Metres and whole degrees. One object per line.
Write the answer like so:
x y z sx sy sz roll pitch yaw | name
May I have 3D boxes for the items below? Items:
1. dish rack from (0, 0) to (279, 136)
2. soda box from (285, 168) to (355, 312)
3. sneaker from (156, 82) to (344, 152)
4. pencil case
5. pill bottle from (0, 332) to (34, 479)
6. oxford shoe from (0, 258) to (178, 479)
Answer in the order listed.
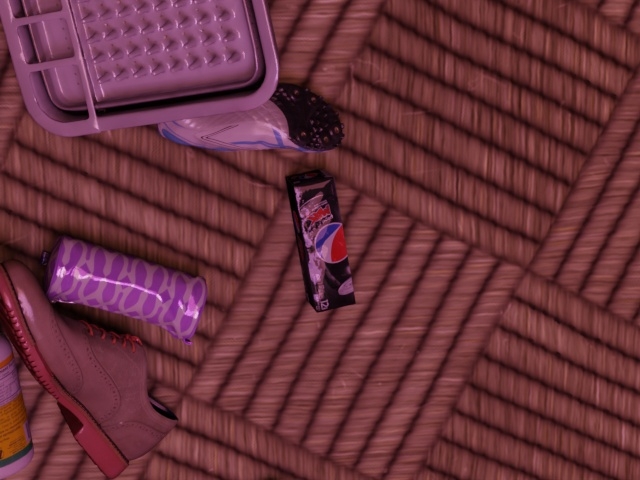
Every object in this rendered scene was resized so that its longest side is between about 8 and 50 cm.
-0.207 -0.275 1.806 0.333 0.072 0.285 -6 107 24 | dish rack
0.000 0.000 1.978 0.053 0.060 0.169 -13 106 -10 | soda box
-0.085 -0.145 1.927 0.237 0.086 0.085 5 75 -23 | sneaker
-0.241 0.059 1.935 0.206 0.086 0.088 17 90 -14 | pencil case
-0.422 0.179 1.917 0.117 0.117 0.208 -11 106 -7 | pill bottle
-0.286 0.133 1.913 0.130 0.123 0.348 -33 131 -8 | oxford shoe
